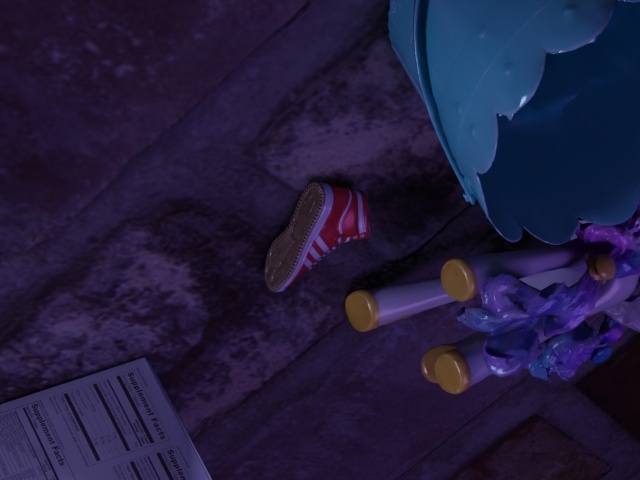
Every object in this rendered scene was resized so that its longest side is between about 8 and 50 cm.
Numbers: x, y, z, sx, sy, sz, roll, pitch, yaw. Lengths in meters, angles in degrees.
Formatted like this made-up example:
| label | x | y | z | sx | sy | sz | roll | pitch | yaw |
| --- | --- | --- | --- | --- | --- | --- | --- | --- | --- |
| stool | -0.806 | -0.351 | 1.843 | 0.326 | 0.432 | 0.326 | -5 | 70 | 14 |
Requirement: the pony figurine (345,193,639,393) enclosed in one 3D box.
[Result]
| label | x | y | z | sx | sy | sz | roll | pitch | yaw |
| --- | --- | --- | --- | --- | --- | --- | --- | --- | --- |
| pony figurine | 0.255 | 0.025 | 1.475 | 0.363 | 0.302 | 0.351 | -18 | 177 | -28 |

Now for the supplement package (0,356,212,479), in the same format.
| label | x | y | z | sx | sy | sz | roll | pitch | yaw |
| --- | --- | --- | --- | --- | --- | --- | --- | --- | --- |
| supplement package | -0.239 | 0.270 | 1.397 | 0.263 | 0.198 | 0.199 | -17 | 144 | -23 |

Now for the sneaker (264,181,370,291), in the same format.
| label | x | y | z | sx | sy | sz | roll | pitch | yaw |
| --- | --- | --- | --- | --- | --- | --- | --- | --- | --- |
| sneaker | 0.000 | 0.000 | 1.386 | 0.067 | 0.042 | 0.118 | 2 | 132 | -38 |

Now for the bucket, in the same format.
| label | x | y | z | sx | sy | sz | roll | pitch | yaw |
| --- | --- | --- | --- | --- | --- | --- | --- | --- | --- |
| bucket | 0.197 | -0.154 | 1.218 | 0.281 | 0.183 | 0.281 | -23 | 146 | -16 |
